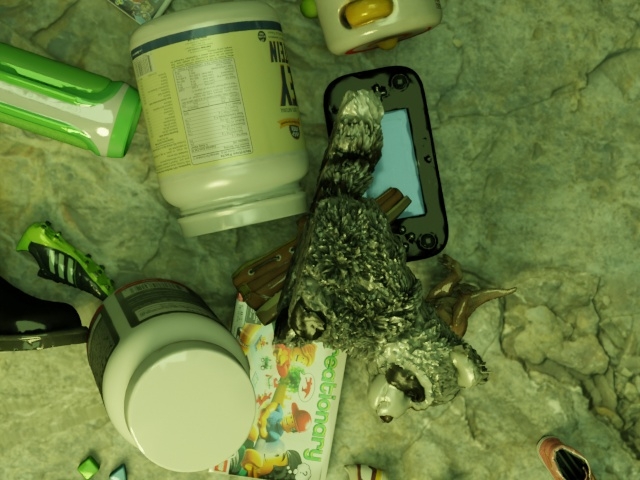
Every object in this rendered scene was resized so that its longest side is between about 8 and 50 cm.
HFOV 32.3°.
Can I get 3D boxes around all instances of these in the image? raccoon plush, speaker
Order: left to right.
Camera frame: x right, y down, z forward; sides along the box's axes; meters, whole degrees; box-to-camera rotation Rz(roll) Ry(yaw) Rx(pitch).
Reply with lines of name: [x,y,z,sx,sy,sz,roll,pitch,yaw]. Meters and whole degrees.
speaker: [-0.432,-0.224,1.713,0.297,0.131,0.131,18,89,-6]
raccoon plush: [0.122,0.032,1.579,0.299,0.216,0.446,17,94,-8]

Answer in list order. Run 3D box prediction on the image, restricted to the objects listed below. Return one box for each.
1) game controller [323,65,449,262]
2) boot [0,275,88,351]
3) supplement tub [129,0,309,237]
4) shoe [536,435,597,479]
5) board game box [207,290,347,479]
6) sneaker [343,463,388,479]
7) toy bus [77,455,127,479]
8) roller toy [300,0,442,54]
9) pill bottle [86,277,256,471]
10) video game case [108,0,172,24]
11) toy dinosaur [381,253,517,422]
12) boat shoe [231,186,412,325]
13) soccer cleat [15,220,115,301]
game controller: [0.106,-0.120,1.800,0.166,0.067,0.319,-11,91,-6]
boot: [-0.518,0.034,1.684,0.348,0.131,0.260,5,91,7]
supplement tub: [-0.148,-0.182,1.688,0.235,0.235,0.324,-12,92,-5]
shoe: [0.429,0.404,1.834,0.063,0.081,0.178,-38,94,-4]
board game box: [-0.064,0.237,1.795,0.193,0.053,0.305,9,90,-6]
sneaker: [0.054,0.459,1.810,0.084,0.069,0.185,14,84,3]
toy bus: [-0.379,0.459,1.742,0.202,0.104,0.191,-26,93,-5]
roller toy: [0.090,-0.370,1.728,0.191,0.209,0.146,-18,94,-25]
pill bottle: [-0.220,0.191,1.607,0.210,0.363,0.210,-3,102,-17]
video game case: [-0.288,-0.470,1.759,0.183,0.023,0.201,36,97,-5]
toy dinosaur: [0.176,0.151,1.784,0.296,0.127,0.200,-22,124,-27]
boat shoe: [0.000,0.000,1.727,0.307,0.111,0.104,-37,82,-8]
soccer cleat: [-0.404,0.045,1.761,0.179,0.060,0.072,41,103,-3]
